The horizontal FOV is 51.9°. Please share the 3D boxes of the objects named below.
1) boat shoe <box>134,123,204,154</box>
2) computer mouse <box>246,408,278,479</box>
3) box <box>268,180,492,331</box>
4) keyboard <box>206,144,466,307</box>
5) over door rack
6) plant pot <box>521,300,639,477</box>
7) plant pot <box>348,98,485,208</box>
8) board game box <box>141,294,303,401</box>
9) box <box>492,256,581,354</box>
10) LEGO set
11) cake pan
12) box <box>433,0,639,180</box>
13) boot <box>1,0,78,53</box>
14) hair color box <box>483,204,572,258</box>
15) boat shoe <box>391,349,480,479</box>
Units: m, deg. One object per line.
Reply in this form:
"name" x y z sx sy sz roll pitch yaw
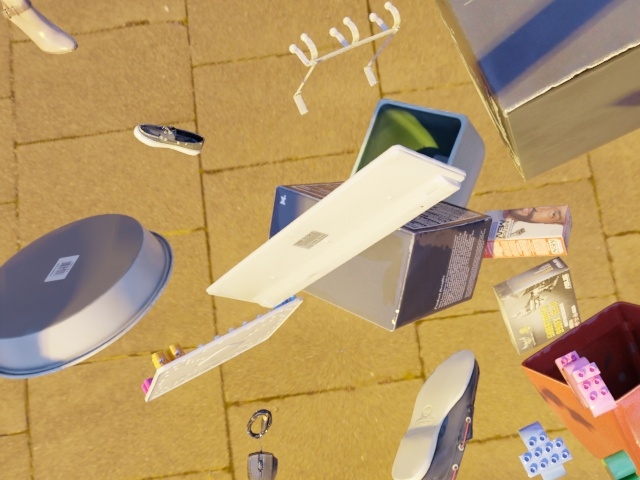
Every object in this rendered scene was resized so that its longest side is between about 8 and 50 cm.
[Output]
"boat shoe" -0.302 -0.212 1.329 0.142 0.040 0.049 12 50 -31
"computer mouse" -0.130 0.468 1.452 0.071 0.041 0.242 0 122 -2
"box" 0.105 0.009 1.212 0.296 0.294 0.183 21 109 35
"keyboard" 0.000 0.000 0.534 0.072 0.256 0.014 20 52 -32
"over door rack" 0.047 -0.456 1.627 0.239 0.324 0.108 -24 80 -11
"plant pot" 0.597 0.299 1.249 0.267 0.267 0.236 -28 102 -13
"plant pot" 0.258 -0.167 1.596 0.247 0.252 0.248 22 92 37
"board game box" -0.266 0.271 1.696 0.390 0.390 0.050 -25 78 -27
"box" 0.555 0.169 1.674 0.183 0.231 0.056 -26 37 3
"LEGO set" 0.220 0.201 0.507 0.087 0.093 0.227 -27 67 7
"cake pan" -0.347 0.060 0.907 0.293 0.293 0.054 -23 125 -2
"box" 0.353 -0.404 1.081 0.297 0.480 0.472 -28 75 16
"boot" -0.418 -0.324 0.962 0.118 0.087 0.042 19 63 24
"hair color box" 0.400 -0.017 1.292 0.167 0.053 0.093 -3 42 32
"boat shoe" 0.103 0.152 0.548 0.042 0.049 0.133 43 56 -18
